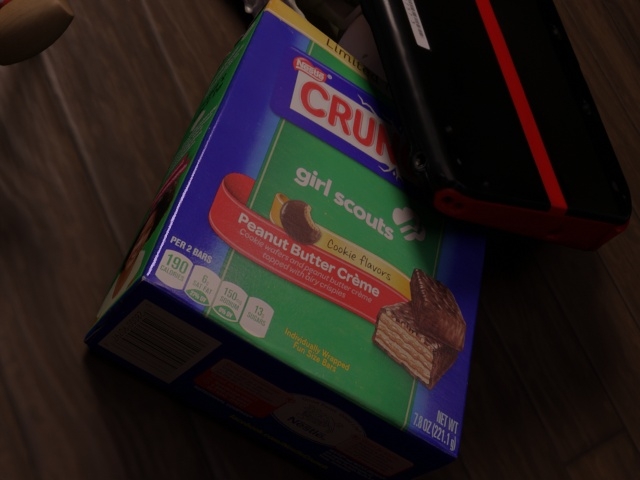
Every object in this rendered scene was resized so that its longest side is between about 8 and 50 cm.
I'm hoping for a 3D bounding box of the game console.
[{"bbox_3d":[0.151,-0.180,0.854,0.342,0.060,0.386,7,60,-45],"label":"game console"}]

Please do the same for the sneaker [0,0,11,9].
[{"bbox_3d":[-0.231,-0.220,0.740,0.067,0.042,0.118,49,53,3],"label":"sneaker"}]

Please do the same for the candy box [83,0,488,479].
[{"bbox_3d":[0.000,0.000,0.728,0.268,0.122,0.317,33,47,-19],"label":"candy box"}]

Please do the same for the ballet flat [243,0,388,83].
[{"bbox_3d":[0.006,-0.237,0.872,0.409,0.147,0.147,50,45,-2],"label":"ballet flat"}]

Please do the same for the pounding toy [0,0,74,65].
[{"bbox_3d":[-0.299,-0.197,0.635,0.154,0.155,0.269,-39,70,-2],"label":"pounding toy"}]
